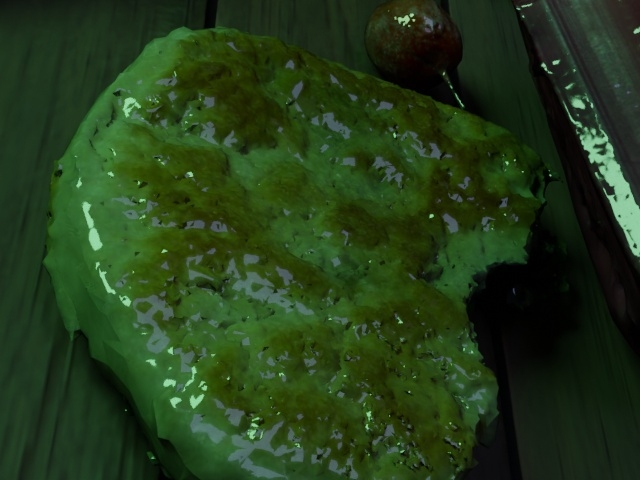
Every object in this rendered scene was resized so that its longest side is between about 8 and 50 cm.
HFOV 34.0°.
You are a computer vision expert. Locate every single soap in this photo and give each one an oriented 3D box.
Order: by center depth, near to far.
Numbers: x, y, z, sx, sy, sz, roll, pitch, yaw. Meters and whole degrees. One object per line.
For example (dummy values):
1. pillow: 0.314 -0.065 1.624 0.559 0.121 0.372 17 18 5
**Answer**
1. soap: 0.215 -0.076 0.679 0.220 0.127 0.325 55 20 -55

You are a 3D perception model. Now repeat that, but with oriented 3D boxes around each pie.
1. pie: 0.000 0.000 0.586 0.296 0.078 0.371 36 42 0

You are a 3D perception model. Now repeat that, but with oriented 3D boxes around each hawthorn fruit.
1. hawthorn fruit: 0.075 -0.131 0.741 0.066 0.067 0.103 -3 40 -33
